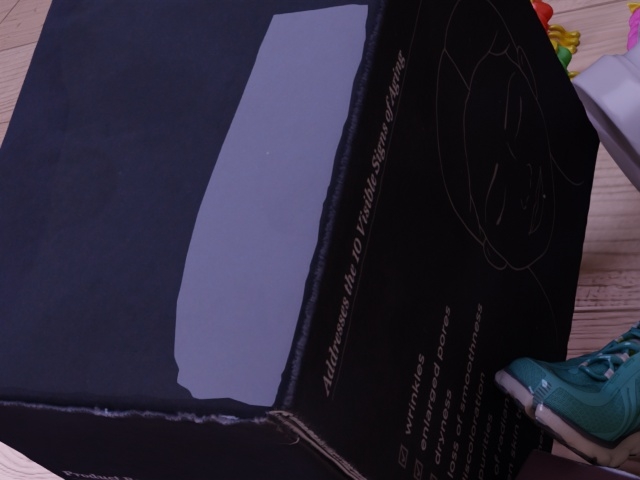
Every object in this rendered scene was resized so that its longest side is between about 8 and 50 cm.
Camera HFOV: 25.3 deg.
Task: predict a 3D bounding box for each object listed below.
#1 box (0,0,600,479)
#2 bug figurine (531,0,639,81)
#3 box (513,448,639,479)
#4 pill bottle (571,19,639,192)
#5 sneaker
[{"bbox_3d":[0.000,0.000,1.144,0.297,0.472,0.480,1,62,26],"label":"box"},{"bbox_3d":[0.329,-0.249,1.658,0.279,0.072,0.216,-18,37,29],"label":"bug figurine"},{"bbox_3d":[0.195,0.289,1.007,0.168,0.167,0.203,11,56,52],"label":"box"},{"bbox_3d":[0.433,-0.188,1.339,0.363,0.210,0.210,-35,31,4],"label":"pill bottle"},{"bbox_3d":[0.234,0.104,1.112,0.107,0.275,0.110,43,114,33],"label":"sneaker"}]
